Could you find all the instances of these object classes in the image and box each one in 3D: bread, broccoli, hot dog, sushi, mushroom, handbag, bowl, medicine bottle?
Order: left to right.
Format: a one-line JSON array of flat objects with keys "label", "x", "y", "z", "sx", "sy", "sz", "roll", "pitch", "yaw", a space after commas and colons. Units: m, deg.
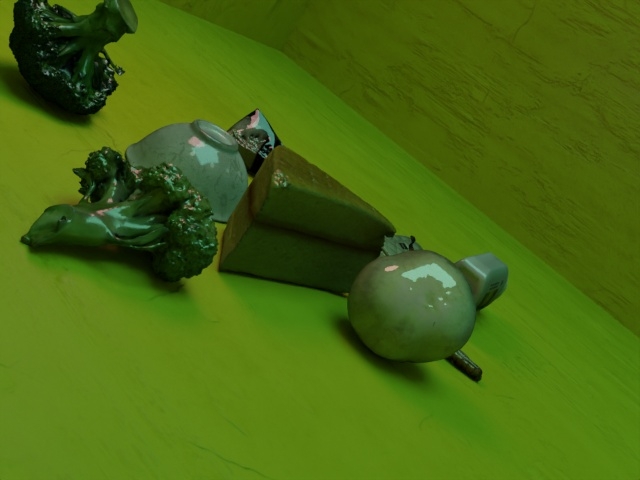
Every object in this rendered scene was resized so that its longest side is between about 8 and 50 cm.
[{"label": "broccoli", "x": -0.540, "y": -0.426, "z": 1.733, "sx": 0.297, "sy": 0.297, "sz": 0.297, "roll": 56, "pitch": 22, "yaw": -38}, {"label": "broccoli", "x": -0.322, "y": -0.071, "z": 1.325, "sx": 0.302, "sy": 0.186, "sz": 0.254, "roll": 28, "pitch": 27, "yaw": -37}, {"label": "bowl", "x": -0.273, "y": -0.189, "z": 1.777, "sx": 0.313, "sy": 0.146, "sz": 0.313, "roll": 29, "pitch": 18, "yaw": -10}, {"label": "sushi", "x": -0.162, "y": -0.220, "z": 2.129, "sx": 0.273, "sy": 0.134, "sz": 0.109, "roll": 51, "pitch": 34, "yaw": 5}, {"label": "bread", "x": 0.000, "y": 0.000, "z": 1.620, "sx": 0.362, "sy": 0.233, "sz": 0.245, "roll": 29, "pitch": 19, "yaw": -17}, {"label": "handbag", "x": 0.235, "y": 0.073, "z": 2.092, "sx": 0.219, "sy": 0.079, "sz": 0.256, "roll": 48, "pitch": 24, "yaw": 27}, {"label": "mushroom", "x": 0.186, "y": 0.144, "z": 1.621, "sx": 0.260, "sy": 0.254, "sz": 0.234, "roll": 39, "pitch": -19, "yaw": 4}, {"label": "hot dog", "x": 0.325, "y": 0.278, "z": 1.788, "sx": 0.122, "sy": 0.037, "sz": 0.049, "roll": 44, "pitch": 8, "yaw": 13}, {"label": "medicine bottle", "x": 0.417, "y": 0.121, "z": 2.106, "sx": 0.124, "sy": 0.179, "sz": 0.324, "roll": 39, "pitch": 18, "yaw": 18}]

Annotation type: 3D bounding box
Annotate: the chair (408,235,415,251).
[{"label": "chair", "x": 0.214, "y": 0.106, "z": 1.826, "sx": 0.149, "sy": 0.174, "sz": 0.213, "roll": 50, "pitch": 13, "yaw": -8}]
